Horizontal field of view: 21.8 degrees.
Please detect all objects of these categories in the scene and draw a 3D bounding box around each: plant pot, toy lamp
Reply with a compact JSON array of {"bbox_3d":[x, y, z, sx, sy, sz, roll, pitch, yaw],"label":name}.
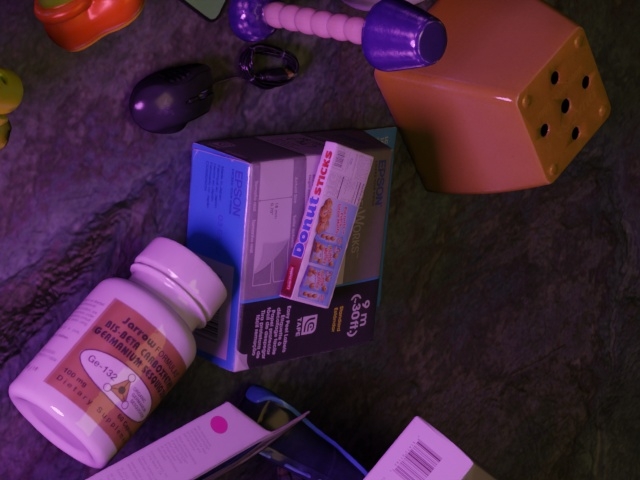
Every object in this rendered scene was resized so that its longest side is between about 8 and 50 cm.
[{"bbox_3d":[0.229,-0.182,2.043,0.212,0.187,0.212,-48,131,-24],"label":"plant pot"},{"bbox_3d":[0.018,-0.227,1.748,0.080,0.274,0.080,-18,116,-42],"label":"toy lamp"}]

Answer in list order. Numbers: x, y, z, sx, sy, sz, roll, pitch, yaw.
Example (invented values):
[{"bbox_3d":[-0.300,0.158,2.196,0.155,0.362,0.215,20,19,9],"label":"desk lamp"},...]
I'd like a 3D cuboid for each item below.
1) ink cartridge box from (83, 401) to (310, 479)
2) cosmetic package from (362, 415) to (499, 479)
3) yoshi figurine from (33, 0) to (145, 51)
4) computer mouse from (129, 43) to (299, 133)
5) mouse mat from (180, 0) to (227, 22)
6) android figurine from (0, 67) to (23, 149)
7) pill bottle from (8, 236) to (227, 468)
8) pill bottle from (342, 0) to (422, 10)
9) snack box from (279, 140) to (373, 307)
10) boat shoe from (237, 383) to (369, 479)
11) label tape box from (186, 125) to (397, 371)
[{"bbox_3d":[-0.194,0.266,1.776,0.371,0.176,0.069,-23,78,-37],"label":"ink cartridge box"},{"bbox_3d":[0.057,0.400,1.996,0.377,0.097,0.284,-50,162,-1],"label":"cosmetic package"},{"bbox_3d":[-0.282,-0.353,1.480,0.362,0.203,0.203,46,54,-41],"label":"yoshi figurine"},{"bbox_3d":[-0.107,-0.167,1.813,0.242,0.041,0.071,-23,118,-40],"label":"computer mouse"},{"bbox_3d":[-0.118,-0.345,1.767,0.152,0.007,0.190,34,80,-46],"label":"mouse mat"},{"bbox_3d":[-0.380,-0.083,1.440,0.248,0.056,0.273,-32,171,13],"label":"android figurine"},{"bbox_3d":[-0.205,0.113,1.740,0.229,0.131,0.131,-51,133,-21],"label":"pill bottle"},{"bbox_3d":[0.046,-0.412,1.793,0.169,0.169,0.301,-46,132,-25],"label":"pill bottle"},{"bbox_3d":[0.008,-0.016,1.838,0.064,0.022,0.178,17,90,-47],"label":"snack box"},{"bbox_3d":[-0.023,0.271,2.020,0.258,0.109,0.089,42,79,-27],"label":"boat shoe"},{"bbox_3d":[0.000,0.000,1.931,0.333,0.106,0.241,-9,110,-43],"label":"label tape box"}]
